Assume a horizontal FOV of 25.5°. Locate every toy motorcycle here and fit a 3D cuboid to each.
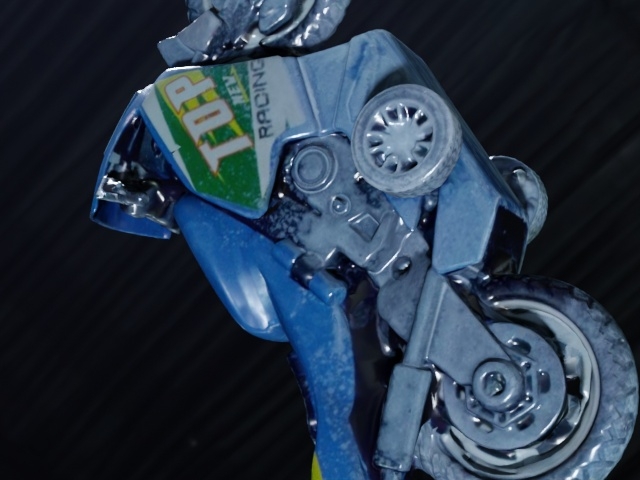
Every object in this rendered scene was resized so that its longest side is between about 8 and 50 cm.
[{"bbox_3d":[0.000,0.000,0.480,0.254,0.135,0.092,58,-164,24],"label":"toy motorcycle"}]
